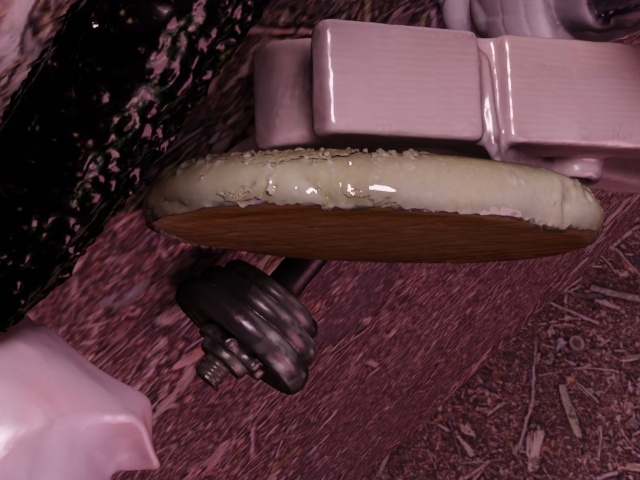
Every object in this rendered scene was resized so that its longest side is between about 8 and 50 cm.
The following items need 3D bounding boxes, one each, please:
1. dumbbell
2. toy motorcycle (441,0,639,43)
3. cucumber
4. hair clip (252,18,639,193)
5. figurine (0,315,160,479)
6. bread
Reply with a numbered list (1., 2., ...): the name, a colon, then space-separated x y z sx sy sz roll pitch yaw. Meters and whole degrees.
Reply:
1. dumbbell: 0.000 0.000 0.947 0.254 0.110 0.110 -50 166 -13
2. toy motorcycle: 0.164 -0.171 0.911 0.171 0.110 0.260 -11 -166 13
3. cucumber: -0.092 -0.057 0.579 0.300 0.072 0.072 -53 164 20
4. hair clip: 0.123 -0.073 0.796 0.331 0.085 0.101 0 175 -32
5. figurine: -0.210 0.147 0.663 0.276 0.133 0.200 -42 168 -14
6. bread: 0.030 -0.018 0.772 0.267 0.267 0.040 28 64 -75
